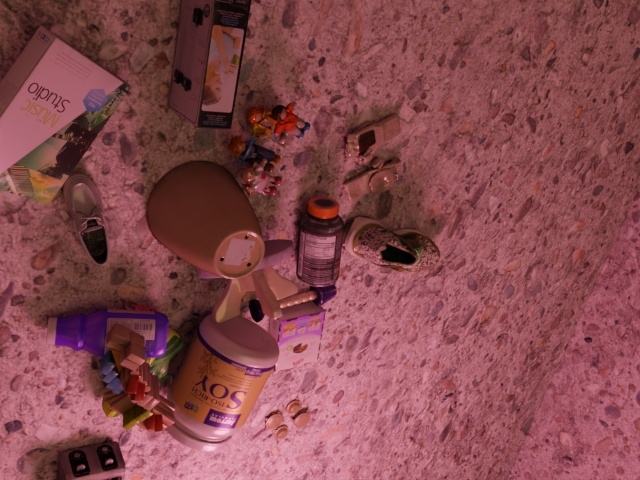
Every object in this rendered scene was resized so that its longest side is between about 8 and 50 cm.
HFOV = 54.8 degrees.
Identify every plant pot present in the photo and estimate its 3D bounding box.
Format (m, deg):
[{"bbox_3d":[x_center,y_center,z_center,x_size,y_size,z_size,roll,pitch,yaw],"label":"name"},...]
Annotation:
[{"bbox_3d":[-0.254,-0.027,1.490,0.257,0.274,0.256,-17,124,-26],"label":"plant pot"}]

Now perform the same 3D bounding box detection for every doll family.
[{"bbox_3d":[-0.152,-0.241,1.541,0.163,0.118,0.262,21,95,-60],"label":"doll family"}]

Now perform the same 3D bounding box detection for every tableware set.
[{"bbox_3d":[-0.114,0.626,2.150,0.169,0.020,0.141,-29,127,-17],"label":"tableware set"}]

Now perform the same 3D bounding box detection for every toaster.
[{"bbox_3d":[-0.652,0.678,1.737,0.168,0.110,0.185,0,116,-34],"label":"toaster"}]

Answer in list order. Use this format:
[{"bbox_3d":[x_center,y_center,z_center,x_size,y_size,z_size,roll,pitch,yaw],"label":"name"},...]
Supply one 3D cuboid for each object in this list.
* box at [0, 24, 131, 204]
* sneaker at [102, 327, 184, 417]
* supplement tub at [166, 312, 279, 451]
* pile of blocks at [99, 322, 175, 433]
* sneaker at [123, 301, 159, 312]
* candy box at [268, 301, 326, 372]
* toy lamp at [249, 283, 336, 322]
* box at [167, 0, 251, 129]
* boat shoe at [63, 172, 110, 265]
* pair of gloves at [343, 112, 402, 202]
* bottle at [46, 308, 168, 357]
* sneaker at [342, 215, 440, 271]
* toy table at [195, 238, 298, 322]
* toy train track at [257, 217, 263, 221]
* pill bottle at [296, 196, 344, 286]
[{"bbox_3d":[-0.553,-0.236,1.239,0.322,0.058,0.232,-53,159,4],"label":"box"},{"bbox_3d":[-0.478,0.371,1.678,0.295,0.109,0.123,-50,129,0],"label":"sneaker"},{"bbox_3d":[-0.285,0.397,1.741,0.241,0.241,0.331,17,105,-40],"label":"supplement tub"},{"bbox_3d":[-0.469,0.375,1.521,0.149,0.112,0.362,-15,126,-7],"label":"pile of blocks"},{"bbox_3d":[-0.472,0.204,1.632,0.119,0.047,0.057,27,105,-34],"label":"sneaker"},{"bbox_3d":[-0.080,0.304,1.947,0.165,0.070,0.196,-8,120,-32],"label":"candy box"},{"bbox_3d":[-0.076,0.180,1.872,0.275,0.080,0.080,-14,123,-30],"label":"toy lamp"},{"bbox_3d":[-0.247,-0.404,1.345,0.087,0.169,0.289,-4,117,-37],"label":"box"},{"bbox_3d":[-0.526,-0.044,1.416,0.079,0.081,0.227,-20,127,-25],"label":"boat shoe"},{"bbox_3d":[0.158,-0.236,1.815,0.204,0.042,0.240,-22,128,-24],"label":"pair of gloves"},{"bbox_3d":[-0.528,0.231,1.540,0.283,0.092,0.118,5,98,-20],"label":"bottle"},{"bbox_3d":[0.258,0.049,1.960,0.411,0.182,0.158,11,109,-39],"label":"sneaker"},{"bbox_3d":[-0.189,0.107,1.660,0.275,0.252,0.160,-14,107,-18],"label":"toy table"},{"bbox_3d":[-0.199,-0.049,1.693,0.083,0.014,0.048,-18,133,-19],"label":"toy train track"},{"bbox_3d":[0.000,0.000,1.783,0.131,0.130,0.245,-12,122,-30],"label":"pill bottle"}]
